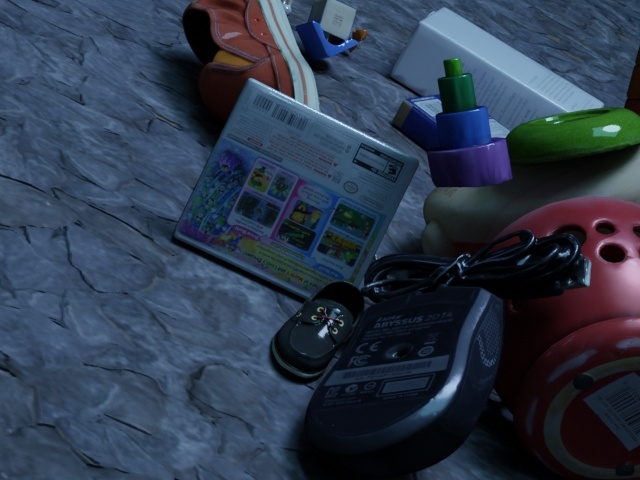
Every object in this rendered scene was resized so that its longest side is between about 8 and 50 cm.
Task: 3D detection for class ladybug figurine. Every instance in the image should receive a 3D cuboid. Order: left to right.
[{"bbox_3d":[0.306,-0.024,1.601,0.449,0.162,0.305,-12,9,-12],"label":"ladybug figurine"}]

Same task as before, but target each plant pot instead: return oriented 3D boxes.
[{"bbox_3d":[0.222,0.088,1.402,0.191,0.191,0.174,21,33,-21],"label":"plant pot"}]

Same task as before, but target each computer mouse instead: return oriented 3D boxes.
[{"bbox_3d":[0.083,0.094,1.280,0.188,0.072,0.272,-7,28,30],"label":"computer mouse"}]

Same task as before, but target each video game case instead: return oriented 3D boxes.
[{"bbox_3d":[-0.020,-0.035,1.419,0.157,0.143,0.019,25,5,-10],"label":"video game case"}]

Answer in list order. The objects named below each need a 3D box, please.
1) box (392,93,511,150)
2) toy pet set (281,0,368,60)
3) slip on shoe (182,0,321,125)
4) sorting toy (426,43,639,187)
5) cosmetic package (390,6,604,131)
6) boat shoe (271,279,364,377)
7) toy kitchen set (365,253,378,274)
[{"bbox_3d":[0.199,-0.084,1.903,0.225,0.036,0.136,38,25,21],"label":"box"},{"bbox_3d":[-0.001,-0.227,1.964,0.122,0.065,0.114,21,-10,-27],"label":"toy pet set"},{"bbox_3d":[-0.060,-0.134,1.638,0.101,0.123,0.331,-11,41,-9],"label":"slip on shoe"},{"bbox_3d":[0.226,-0.140,1.496,0.365,0.126,0.127,-16,10,-38],"label":"sorting toy"},{"bbox_3d":[0.209,-0.175,2.044,0.231,0.085,0.117,32,23,9],"label":"cosmetic package"},{"bbox_3d":[-0.001,0.067,1.360,0.049,0.042,0.133,34,25,5],"label":"boat shoe"},{"bbox_3d":[0.000,0.000,1.447,0.075,0.083,0.068,3,54,-47],"label":"toy kitchen set"}]
